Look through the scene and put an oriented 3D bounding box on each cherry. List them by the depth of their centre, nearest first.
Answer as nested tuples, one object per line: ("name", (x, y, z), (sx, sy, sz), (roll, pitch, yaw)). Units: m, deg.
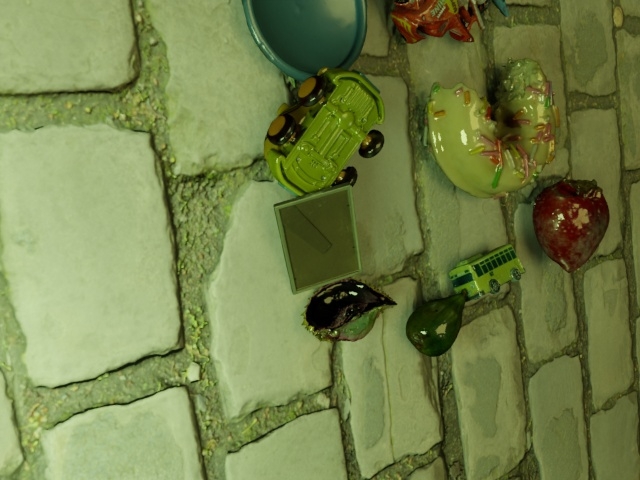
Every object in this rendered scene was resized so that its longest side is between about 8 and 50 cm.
("cherry", (0.643, -0.037, 1.465), (0.192, 0.175, 0.249), (-15, 103, -46))

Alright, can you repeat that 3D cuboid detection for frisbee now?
("frisbee", (-0.030, -0.443, 1.078), (0.290, 0.049, 0.289), (-3, 95, -37))

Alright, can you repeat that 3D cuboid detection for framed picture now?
("framed picture", (0.000, 0.000, 1.074), (0.150, 0.015, 0.203), (-18, 123, -12))

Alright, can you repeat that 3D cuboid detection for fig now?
("fig", (0.273, 0.174, 1.261), (0.177, 0.117, 0.117), (-42, 114, -7))

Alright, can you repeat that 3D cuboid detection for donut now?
("donut", (0.414, -0.253, 1.320), (0.371, 0.150, 0.307), (-24, 105, -31))

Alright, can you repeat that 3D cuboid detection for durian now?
("durian", (0.042, 0.150, 1.143), (0.187, 0.119, 0.108), (-23, 143, -19))

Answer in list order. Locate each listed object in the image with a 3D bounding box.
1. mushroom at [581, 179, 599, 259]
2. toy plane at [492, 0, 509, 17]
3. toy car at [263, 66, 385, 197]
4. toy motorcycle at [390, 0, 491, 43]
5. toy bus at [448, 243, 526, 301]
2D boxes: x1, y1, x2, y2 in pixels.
("mushroom", (0.737, -0.058, 1.584), (0.081, 0.092, 0.223), (-17, 110, -76))
("toy plane", (0.365, -0.615, 1.317), (0.246, 0.078, 0.169), (45, 69, -32))
("toy car", (-0.004, -0.203, 1.051), (0.248, 0.142, 0.200), (-51, 129, 2))
("toy motorcycle", (0.253, -0.507, 1.220), (0.298, 0.089, 0.171), (-9, 123, -35))
("toy bus", (0.394, 0.078, 1.352), (0.175, 0.088, 0.101), (-20, 84, -33))
